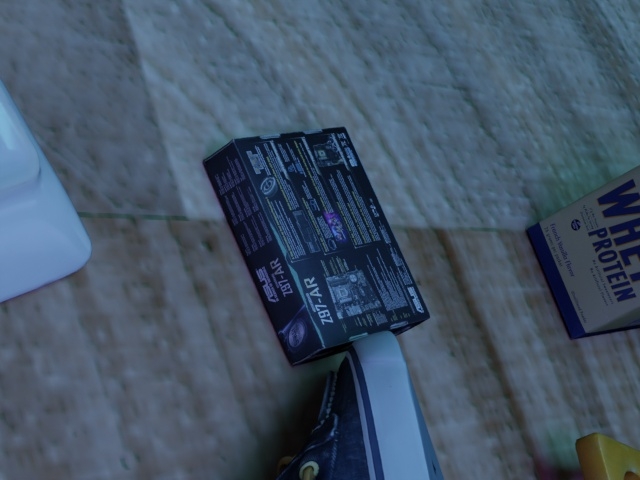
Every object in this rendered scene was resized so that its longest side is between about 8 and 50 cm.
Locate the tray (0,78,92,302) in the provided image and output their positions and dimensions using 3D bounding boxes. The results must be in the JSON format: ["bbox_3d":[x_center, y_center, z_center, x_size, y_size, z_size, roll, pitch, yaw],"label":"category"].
[{"bbox_3d":[-0.170,-0.095,0.415,0.145,0.030,0.270,-26,86,-53],"label":"tray"}]

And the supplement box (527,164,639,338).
[{"bbox_3d":[0.156,0.000,0.661,0.083,0.083,0.056,-4,68,-49],"label":"supplement box"}]

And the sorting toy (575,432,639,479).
[{"bbox_3d":[0.172,0.227,0.519,0.196,0.047,0.348,11,56,-59],"label":"sorting toy"}]

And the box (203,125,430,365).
[{"bbox_3d":[0.000,0.000,0.544,0.067,0.018,0.083,-13,75,-50],"label":"box"}]

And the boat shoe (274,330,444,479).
[{"bbox_3d":[-0.002,0.089,0.449,0.183,0.083,0.065,-96,169,-67],"label":"boat shoe"}]
